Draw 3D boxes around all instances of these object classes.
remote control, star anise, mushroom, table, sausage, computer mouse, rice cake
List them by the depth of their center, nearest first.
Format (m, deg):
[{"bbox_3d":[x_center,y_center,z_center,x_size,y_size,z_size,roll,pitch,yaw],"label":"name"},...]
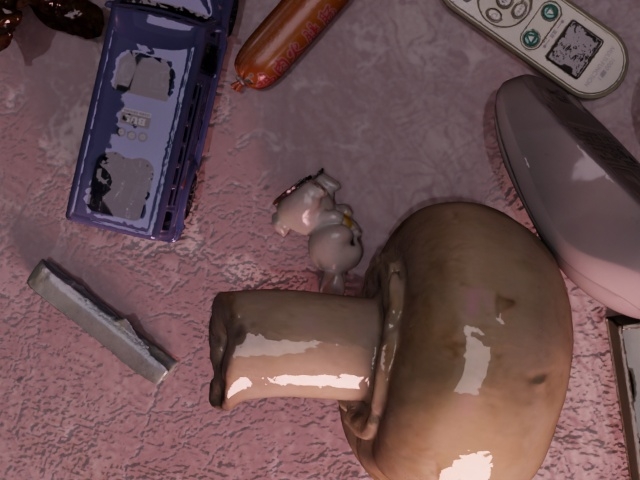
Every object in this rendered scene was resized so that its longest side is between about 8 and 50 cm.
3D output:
[{"bbox_3d":[0.065,0.114,1.717,0.336,0.314,0.314,2,93,-11],"label":"mushroom"},{"bbox_3d":[0.267,-0.029,1.763,0.297,0.184,0.121,46,111,16],"label":"computer mouse"},{"bbox_3d":[0.362,0.191,1.811,0.111,0.121,0.240,-8,92,4],"label":"table"},{"bbox_3d":[-0.320,-0.281,1.827,0.220,0.126,0.190,-3,96,0],"label":"star anise"},{"bbox_3d":[0.216,-0.224,1.841,0.221,0.042,0.078,35,93,0],"label":"remote control"},{"bbox_3d":[0.027,-0.283,1.842,0.053,0.053,0.348,41,94,1],"label":"sausage"},{"bbox_3d":[-0.226,0.083,1.880,0.180,0.030,0.042,39,107,0],"label":"rice cake"}]

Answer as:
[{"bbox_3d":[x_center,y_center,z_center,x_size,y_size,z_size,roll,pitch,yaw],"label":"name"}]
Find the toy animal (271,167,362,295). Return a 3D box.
[{"bbox_3d":[0.005,-0.004,1.845,0.085,0.071,0.124,-36,90,3],"label":"toy animal"}]

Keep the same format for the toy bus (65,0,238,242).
[{"bbox_3d":[-0.171,-0.149,1.817,0.125,0.133,0.292,13,93,3],"label":"toy bus"}]
